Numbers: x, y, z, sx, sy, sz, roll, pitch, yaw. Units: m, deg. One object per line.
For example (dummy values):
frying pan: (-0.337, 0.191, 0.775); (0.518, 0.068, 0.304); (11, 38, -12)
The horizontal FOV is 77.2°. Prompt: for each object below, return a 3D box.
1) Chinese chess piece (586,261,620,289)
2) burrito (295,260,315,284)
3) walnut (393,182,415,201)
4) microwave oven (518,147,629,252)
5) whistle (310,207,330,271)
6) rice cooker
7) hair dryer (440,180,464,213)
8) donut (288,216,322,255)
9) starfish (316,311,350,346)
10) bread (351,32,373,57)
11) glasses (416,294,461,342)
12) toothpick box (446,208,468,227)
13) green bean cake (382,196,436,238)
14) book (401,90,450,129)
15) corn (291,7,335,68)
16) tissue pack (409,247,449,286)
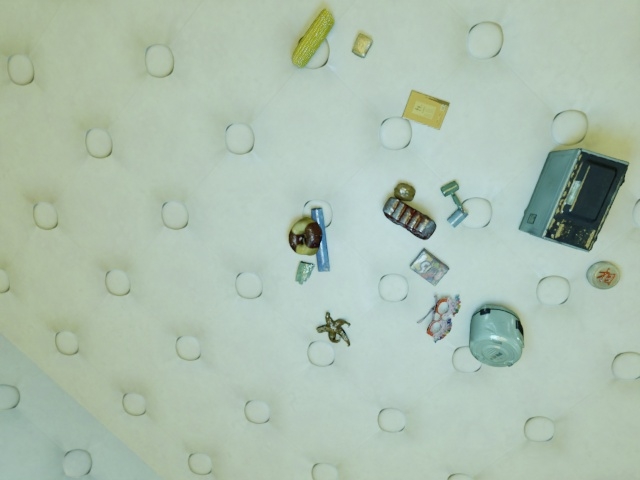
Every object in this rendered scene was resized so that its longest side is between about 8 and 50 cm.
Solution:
Chinese chess piece: (1.224, 0.152, 1.734); (0.122, 0.051, 0.122); (2, 102, 8)
burrito: (-0.077, 0.157, 1.917); (0.074, 0.044, 0.118); (19, 100, -1)
walnut: (0.368, -0.212, 1.761); (0.096, 0.082, 0.079); (18, 132, 2)
microwave oven: (0.995, -0.158, 1.585); (0.218, 0.286, 0.355); (18, 100, 2)
whistle: (0.000, 0.000, 1.862); (0.062, 0.062, 0.304); (-5, 101, 9)
rice cooker: (0.771, 0.413, 1.756); (0.226, 0.244, 0.226); (11, 126, 15)
hair dryer: (0.586, -0.179, 1.733); (0.071, 0.047, 0.150); (-29, 77, 14)
donut: (-0.075, -0.012, 1.833); (0.166, 0.073, 0.184); (46, 124, 19)
starfish: (0.080, 0.431, 1.937); (0.190, 0.074, 0.146); (36, 105, -1)
bread: (0.176, -0.814, 1.679); (0.070, 0.035, 0.083); (26, 111, 2)
glasses: (0.558, 0.356, 1.867); (0.162, 0.095, 0.255); (14, 104, -24)
toothpick box: (0.604, -0.102, 1.763); (0.052, 0.052, 0.083); (42, 105, -3)
green bean cake: (0.388, -0.093, 1.757); (0.232, 0.198, 0.097); (33, 96, 16)
book: (0.449, -0.555, 1.708); (0.172, 0.012, 0.118); (20, 104, 3)
corn: (-0.033, -0.839, 1.678); (0.081, 0.081, 0.248); (38, 104, -1)
tissue pack: (0.494, 0.121, 1.822); (0.148, 0.060, 0.108); (36, 105, -2)
